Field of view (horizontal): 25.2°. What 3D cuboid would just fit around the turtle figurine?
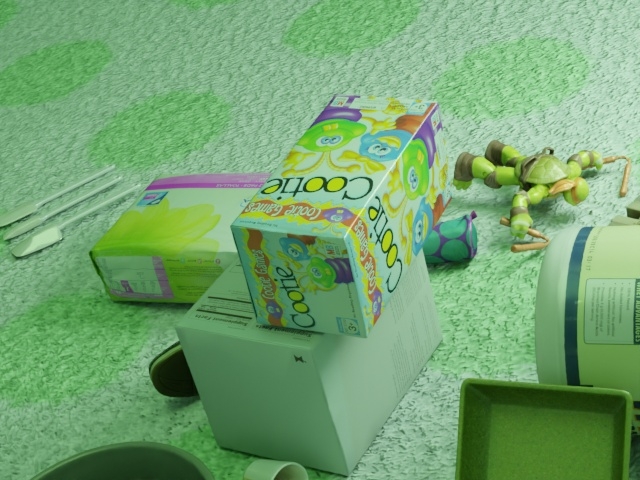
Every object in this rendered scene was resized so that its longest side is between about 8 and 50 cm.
[{"bbox_3d":[0.295,-0.084,2.031,0.217,0.087,0.269,19,46,42],"label":"turtle figurine"}]

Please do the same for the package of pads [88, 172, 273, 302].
[{"bbox_3d":[-0.164,-0.005,2.093,0.296,0.101,0.229,0,34,28],"label":"package of pads"}]

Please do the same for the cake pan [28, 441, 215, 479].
[{"bbox_3d":[-0.250,0.349,1.642,0.293,0.054,0.293,-11,32,7],"label":"cake pan"}]

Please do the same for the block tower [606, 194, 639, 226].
[{"bbox_3d":[0.434,0.001,1.838,0.091,0.097,0.335,17,46,42],"label":"block tower"}]

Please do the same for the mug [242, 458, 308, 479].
[{"bbox_3d":[-0.062,0.285,1.655,0.064,0.062,0.078,9,33,46],"label":"mug"}]

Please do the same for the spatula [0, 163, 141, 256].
[{"bbox_3d":[-0.421,-0.053,2.369,0.242,0.019,0.168,-28,29,-20],"label":"spatula"}]

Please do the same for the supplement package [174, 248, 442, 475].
[{"bbox_3d":[-0.007,0.113,1.757,0.198,0.199,0.263,8,39,32],"label":"supplement package"}]

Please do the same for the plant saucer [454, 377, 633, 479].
[{"bbox_3d":[0.238,0.245,1.514,0.188,0.188,0.045,2,-4,26],"label":"plant saucer"}]

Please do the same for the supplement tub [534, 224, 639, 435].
[{"bbox_3d":[0.415,0.098,1.565,0.324,0.235,0.235,-1,35,22],"label":"supplement tub"}]

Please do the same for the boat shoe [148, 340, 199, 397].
[{"bbox_3d":[-0.131,0.138,1.896,0.223,0.080,0.073,-24,27,-22],"label":"boat shoe"}]

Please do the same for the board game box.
[{"bbox_3d":[0.033,-0.034,1.645,0.142,0.144,0.275,7,40,27],"label":"board game box"}]

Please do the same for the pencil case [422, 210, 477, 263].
[{"bbox_3d":[0.143,0.000,1.991,0.151,0.064,0.070,-5,59,16],"label":"pencil case"}]
